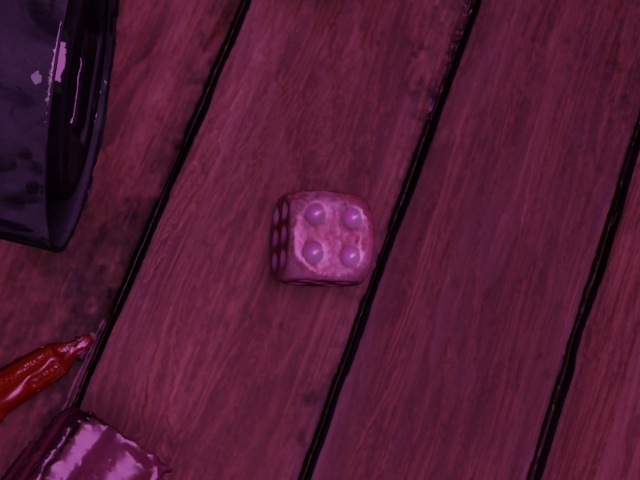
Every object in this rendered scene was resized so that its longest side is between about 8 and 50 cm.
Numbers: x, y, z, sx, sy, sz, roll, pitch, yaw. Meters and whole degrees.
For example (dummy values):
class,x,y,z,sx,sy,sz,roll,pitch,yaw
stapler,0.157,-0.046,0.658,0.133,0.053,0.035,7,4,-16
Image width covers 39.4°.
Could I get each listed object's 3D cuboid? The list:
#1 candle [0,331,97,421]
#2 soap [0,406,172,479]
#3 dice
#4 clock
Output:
class,x,y,z,sx,sy,sz,roll,pitch,yaw
candle,-0.284,0.137,0.857,0.162,0.048,0.053,-32,49,-10
soap,-0.266,0.287,0.773,0.112,0.182,0.289,38,69,-9
dice,0.000,0.000,0.929,0.091,0.094,0.093,4,80,-18
clock,-0.230,-0.145,0.777,0.061,0.312,0.313,9,80,-8
